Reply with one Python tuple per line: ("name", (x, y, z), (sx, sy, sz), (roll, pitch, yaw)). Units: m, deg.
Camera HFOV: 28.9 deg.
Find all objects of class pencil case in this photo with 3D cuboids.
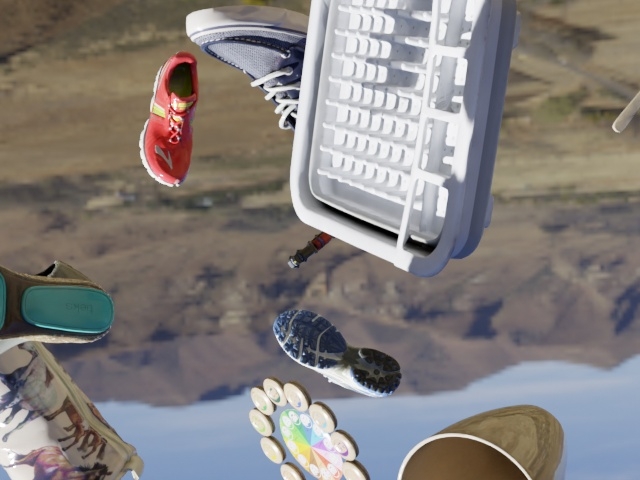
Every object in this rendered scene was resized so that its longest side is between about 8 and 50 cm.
("pencil case", (-0.431, 0.214, 1.787), (0.183, 0.410, 0.160), (-39, 179, 26))

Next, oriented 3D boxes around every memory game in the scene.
("memory game", (-0.015, 0.233, 1.389), (0.012, 0.186, 0.186), (-35, -162, -34))

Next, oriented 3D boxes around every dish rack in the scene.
("dish rack", (0.080, -0.131, 1.183), (0.072, 0.286, 0.333), (1, -169, -28))

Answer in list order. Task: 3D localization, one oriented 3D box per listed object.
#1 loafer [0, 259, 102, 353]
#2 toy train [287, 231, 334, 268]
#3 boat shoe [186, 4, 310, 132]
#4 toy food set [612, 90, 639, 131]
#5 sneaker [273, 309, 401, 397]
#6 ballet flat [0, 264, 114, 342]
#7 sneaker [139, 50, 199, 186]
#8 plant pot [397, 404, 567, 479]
("loafer", (-0.377, 0.077, 1.479), (0.251, 0.087, 0.094), (-18, -149, 20))
("toy train", (0.000, 0.000, 2.186), (0.158, 0.027, 0.036), (-39, -179, -39))
("boat shoe", (-0.042, -0.228, 1.764), (0.340, 0.158, 0.127), (4, 171, -42))
("toy food set", (0.505, -0.142, 1.712), (0.192, 0.132, 0.038), (38, 175, -14))
("sneaker", (0.012, 0.117, 1.212), (0.135, 0.052, 0.058), (31, 159, 6))
("ballet flat", (-0.275, 0.056, 1.057), (0.206, 0.073, 0.067), (18, 159, -39))
("sneaker", (-0.294, -0.249, 2.475), (0.107, 0.279, 0.118), (7, 165, -20))
("plant pot", (0.303, 0.384, 2.057), (0.256, 0.257, 0.274), (-4, -166, 33))
